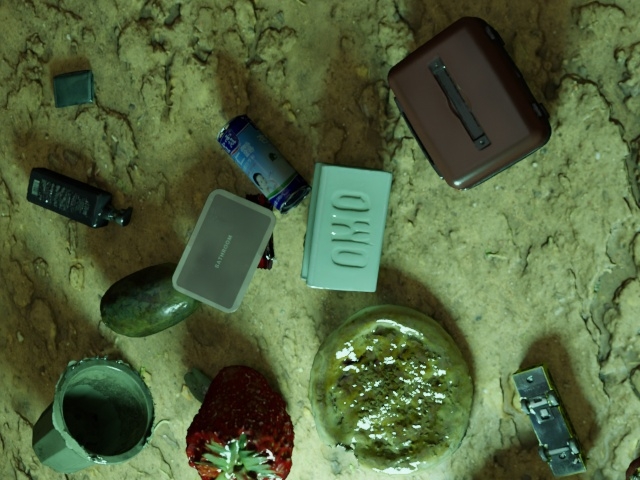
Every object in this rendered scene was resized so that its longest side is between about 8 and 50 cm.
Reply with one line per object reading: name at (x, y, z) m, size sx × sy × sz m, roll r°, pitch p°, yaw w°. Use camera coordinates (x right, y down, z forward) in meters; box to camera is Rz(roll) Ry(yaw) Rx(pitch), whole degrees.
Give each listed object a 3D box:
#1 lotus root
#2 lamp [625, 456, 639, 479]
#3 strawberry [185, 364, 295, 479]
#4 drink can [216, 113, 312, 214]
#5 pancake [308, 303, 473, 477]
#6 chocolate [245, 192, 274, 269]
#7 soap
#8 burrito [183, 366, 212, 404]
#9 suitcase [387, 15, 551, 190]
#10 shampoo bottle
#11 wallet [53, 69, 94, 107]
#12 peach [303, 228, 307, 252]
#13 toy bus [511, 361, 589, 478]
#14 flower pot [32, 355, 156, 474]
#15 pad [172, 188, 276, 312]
lotus root at (-0.428, 0.152, 1.779) m, size 0.275 × 0.152 × 0.160 m, roll -23°, pitch 84°, yaw 22°
lamp at (0.644, 0.469, 1.389) m, size 0.101 × 0.090 × 0.101 m, roll -23°, pitch 63°, yaw 55°
strawberry at (-0.183, 0.456, 1.695) m, size 0.261 × 0.257 × 0.261 m, roll 4°, pitch 120°, yaw 7°
drink can at (-0.130, -0.175, 1.641) m, size 0.097 × 0.097 × 0.235 m, roll -45°, pitch 78°, yaw 22°
pancake at (0.151, 0.340, 1.568) m, size 0.382 × 0.071 × 0.382 m, roll 0°, pitch 92°, yaw 11°
chocolate at (-0.148, -0.022, 1.704) m, size 0.086 × 0.028 × 0.182 m, roll 7°, pitch 99°, yaw 24°
soap at (0.055, -0.029, 1.546) m, size 0.160 × 0.087 × 0.265 m, roll 5°, pitch 101°, yaw -15°
burrito at (-0.299, 0.378, 1.813) m, size 0.118 × 0.044 × 0.074 m, roll 35°, pitch 113°, yaw 12°
suitcase at (0.290, -0.267, 1.411) m, size 0.236 × 0.161 × 0.297 m, roll -33°, pitch 84°, yaw 25°
shampoo bottle at (-0.633, -0.102, 1.880) m, size 0.310 × 0.071 × 0.098 m, roll 21°, pitch 103°, yaw 20°
wallet at (-0.645, -0.397, 1.872) m, size 0.129 × 0.026 × 0.088 m, roll -3°, pitch 91°, yaw 25°
peach at (0.000, 0.000, 1.629) m, size 0.077 × 0.050 × 0.083 m, roll 20°, pitch 95°, yaw 44°
toy bus at (0.466, 0.366, 1.462) m, size 0.081 × 0.074 × 0.226 m, roll -26°, pitch 86°, yaw 23°
flower pot at (-0.607, 0.471, 1.858) m, size 0.259 × 0.290 × 0.290 m, roll -36°, pitch 82°, yaw 37°
pad at (-0.228, 0.024, 1.685) m, size 0.176 × 0.002 × 0.266 m, roll 24°, pitch 92°, yaw 3°
